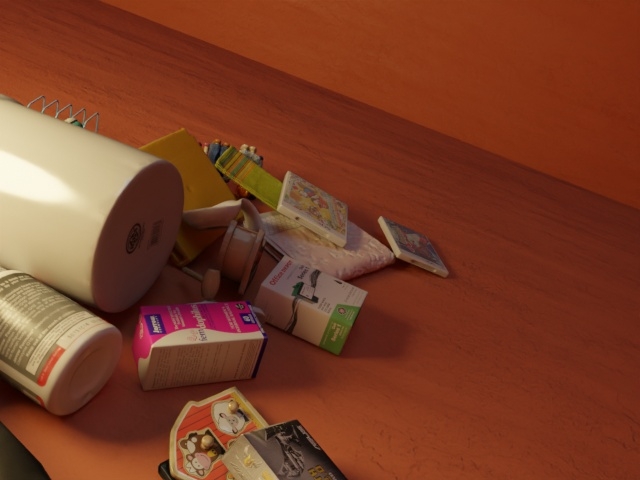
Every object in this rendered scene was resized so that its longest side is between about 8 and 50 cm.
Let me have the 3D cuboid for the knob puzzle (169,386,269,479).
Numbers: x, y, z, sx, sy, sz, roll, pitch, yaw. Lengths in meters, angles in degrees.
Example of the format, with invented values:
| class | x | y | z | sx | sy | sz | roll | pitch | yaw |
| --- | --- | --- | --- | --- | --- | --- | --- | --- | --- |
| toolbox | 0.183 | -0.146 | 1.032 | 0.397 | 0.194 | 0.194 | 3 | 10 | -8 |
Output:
| class | x | y | z | sx | sy | sz | roll | pitch | yaw |
| --- | --- | --- | --- | --- | --- | --- | --- | --- | --- |
| knob puzzle | -0.158 | 0.329 | 0.996 | 0.213 | 0.030 | 0.213 | 18 | 33 | -13 |

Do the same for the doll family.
| class | x | y | z | sx | sy | sz | roll | pitch | yaw |
| --- | --- | --- | --- | --- | --- | --- | --- | --- | --- |
| doll family | -0.268 | -0.199 | 1.756 | 0.263 | 0.118 | 0.163 | 11 | 71 | -14 |

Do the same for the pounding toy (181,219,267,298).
| class | x | y | z | sx | sy | sz | roll | pitch | yaw |
| --- | --- | --- | --- | --- | --- | --- | --- | --- | --- |
| pounding toy | -0.210 | 0.021 | 1.361 | 0.154 | 0.154 | 0.269 | 19 | 12 | -1 |

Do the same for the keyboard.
| class | x | y | z | sx | sy | sz | roll | pitch | yaw |
| --- | --- | --- | --- | --- | --- | --- | --- | --- | --- |
| keyboard | -0.178 | 0.349 | 1.003 | 0.108 | 0.023 | 0.180 | 43 | 35 | 25 |

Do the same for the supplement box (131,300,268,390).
| class | x | y | z | sx | sy | sz | roll | pitch | yaw |
| --- | --- | --- | --- | --- | --- | --- | --- | --- | --- |
| supplement box | -0.227 | 0.193 | 1.147 | 0.220 | 0.114 | 0.111 | -1 | 36 | -30 |

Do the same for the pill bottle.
| class | x | y | z | sx | sy | sz | roll | pitch | yaw |
| --- | --- | --- | --- | --- | --- | --- | --- | --- | --- |
| pill bottle | -0.487 | 0.148 | 1.010 | 0.283 | 0.161 | 0.161 | 28 | 30 | 13 |

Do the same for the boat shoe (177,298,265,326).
| class | x | y | z | sx | sy | sz | roll | pitch | yaw |
| --- | --- | --- | --- | --- | --- | --- | --- | --- | --- |
| boat shoe | -0.225 | 0.151 | 1.248 | 0.226 | 0.083 | 0.076 | 0 | 35 | -30 |

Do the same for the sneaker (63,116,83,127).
| class | x | y | z | sx | sy | sz | roll | pitch | yaw |
| --- | --- | --- | --- | --- | --- | --- | --- | --- | --- |
| sneaker | -0.636 | -0.179 | 1.496 | 0.110 | 0.107 | 0.275 | 20 | 58 | -15 |

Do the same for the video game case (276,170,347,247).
| class | x | y | z | sx | sy | sz | roll | pitch | yaw |
| --- | --- | --- | --- | --- | --- | --- | --- | --- | --- |
| video game case | -0.016 | -0.091 | 1.694 | 0.206 | 0.026 | 0.227 | 29 | 27 | -13 |

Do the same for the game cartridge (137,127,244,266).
| class | x | y | z | sx | sy | sz | roll | pitch | yaw |
| --- | --- | --- | --- | --- | --- | --- | --- | --- | --- |
| game cartridge | -0.340 | -0.118 | 1.520 | 0.285 | 0.052 | 0.324 | 57 | 25 | -10 |

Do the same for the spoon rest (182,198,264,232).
| class | x | y | z | sx | sy | sz | roll | pitch | yaw |
| --- | --- | --- | --- | --- | --- | --- | --- | --- | --- |
| spoon rest | -0.228 | -0.065 | 1.483 | 0.137 | 0.084 | 0.276 | -9 | -6 | 21 |

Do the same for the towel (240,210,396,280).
| class | x | y | z | sx | sy | sz | roll | pitch | yaw |
| --- | --- | --- | --- | --- | --- | --- | --- | --- | --- |
| towel | 0.000 | 0.000 | 1.682 | 0.332 | 0.053 | 0.317 | -15 | 44 | -45 |

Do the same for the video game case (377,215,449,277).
| class | x | y | z | sx | sy | sz | roll | pitch | yaw |
| --- | --- | --- | --- | --- | --- | --- | --- | --- | --- |
| video game case | 0.271 | 0.017 | 1.807 | 0.183 | 0.023 | 0.201 | 22 | 25 | -25 |

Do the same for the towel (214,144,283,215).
| class | x | y | z | sx | sy | sz | roll | pitch | yaw |
| --- | --- | --- | --- | --- | --- | --- | --- | --- | --- |
| towel | -0.173 | -0.168 | 1.696 | 0.237 | 0.021 | 0.102 | 36 | 47 | -8 |

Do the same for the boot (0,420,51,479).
| class | x | y | z | sx | sy | sz | roll | pitch | yaw |
| --- | --- | --- | --- | --- | --- | --- | --- | --- | --- |
| boot | -0.501 | 0.338 | 0.689 | 0.445 | 0.146 | 0.367 | 32 | 37 | 24 |

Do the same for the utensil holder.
| class | x | y | z | sx | sy | sz | roll | pitch | yaw |
| --- | --- | --- | --- | --- | --- | --- | --- | --- | --- |
| utensil holder | -0.504 | -0.068 | 1.166 | 0.385 | 0.328 | 0.327 | 20 | 28 | 11 |

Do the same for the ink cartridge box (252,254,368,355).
| class | x | y | z | sx | sy | sz | roll | pitch | yaw |
| --- | --- | --- | --- | --- | --- | --- | --- | --- | --- |
| ink cartridge box | -0.024 | 0.141 | 1.381 | 0.219 | 0.093 | 0.160 | 24 | 28 | 6 |

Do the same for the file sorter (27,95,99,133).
| class | x | y | z | sx | sy | sz | roll | pitch | yaw |
| --- | --- | --- | --- | --- | --- | --- | --- | --- | --- |
| file sorter | -0.729 | -0.326 | 1.735 | 0.170 | 0.104 | 0.118 | 17 | 29 | -6 |

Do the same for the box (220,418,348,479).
| class | x | y | z | sx | sy | sz | roll | pitch | yaw |
| --- | --- | --- | --- | --- | --- | --- | --- | --- | --- |
| box | -0.018 | 0.377 | 0.907 | 0.231 | 0.056 | 0.183 | 45 | 9 | 24 |
